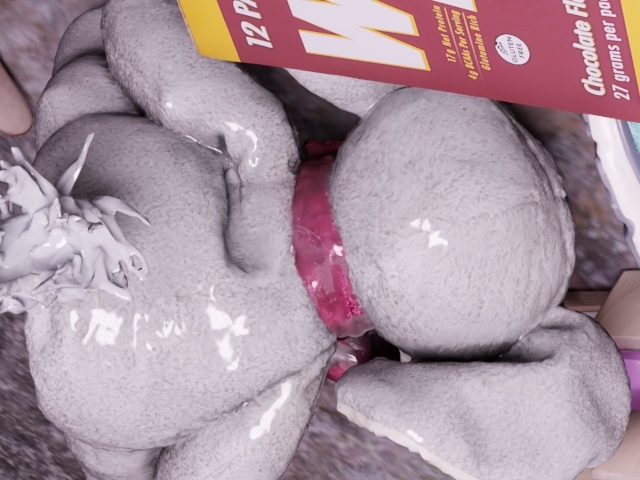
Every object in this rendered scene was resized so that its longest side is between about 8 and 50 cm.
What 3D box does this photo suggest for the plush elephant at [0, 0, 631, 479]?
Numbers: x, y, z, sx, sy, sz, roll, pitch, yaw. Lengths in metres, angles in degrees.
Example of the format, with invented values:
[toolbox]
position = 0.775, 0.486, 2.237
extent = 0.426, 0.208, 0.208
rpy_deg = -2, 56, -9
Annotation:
[plush elephant]
position = 0.000, 0.000, 0.815
extent = 0.255, 0.271, 0.330
rpy_deg = -4, 177, -1

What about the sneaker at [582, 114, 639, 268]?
[sneaker]
position = 0.211, -0.003, 0.742
extent = 0.275, 0.107, 0.110
rpy_deg = 43, 127, -16

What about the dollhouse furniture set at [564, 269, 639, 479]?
[dollhouse furniture set]
position = 0.118, 0.221, 0.883
extent = 0.198, 0.303, 0.286
rpy_deg = -3, 129, 44

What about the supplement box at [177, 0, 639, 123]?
[supplement box]
position = 0.065, -0.156, 0.580
extent = 0.191, 0.194, 0.129
rpy_deg = 12, 139, 33

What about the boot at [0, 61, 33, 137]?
[boot]
position = -0.202, -0.118, 1.011
extent = 0.118, 0.042, 0.087
rpy_deg = 38, 144, -1
